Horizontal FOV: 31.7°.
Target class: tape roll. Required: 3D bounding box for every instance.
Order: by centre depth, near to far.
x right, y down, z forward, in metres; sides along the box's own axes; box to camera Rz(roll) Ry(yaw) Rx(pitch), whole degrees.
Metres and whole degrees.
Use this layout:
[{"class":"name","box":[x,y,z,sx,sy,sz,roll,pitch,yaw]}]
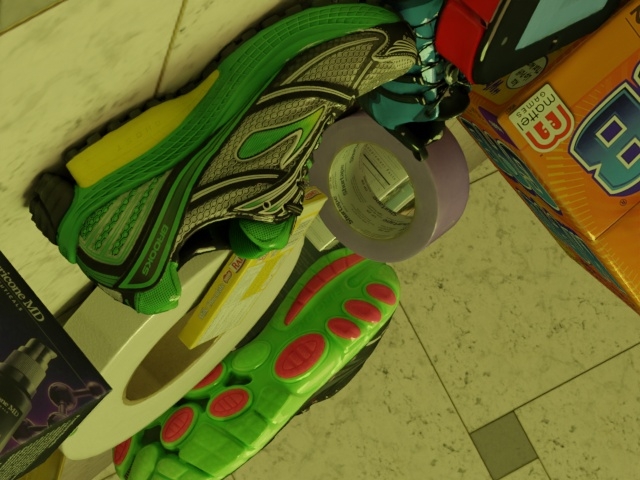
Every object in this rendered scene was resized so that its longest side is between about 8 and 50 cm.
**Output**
[{"class":"tape roll","box":[-0.178,0.099,1.347,0.392,0.072,0.392,-44,166,-14]},{"class":"tape roll","box":[0.083,-0.073,1.389,0.080,0.189,0.189,-34,171,-47]}]

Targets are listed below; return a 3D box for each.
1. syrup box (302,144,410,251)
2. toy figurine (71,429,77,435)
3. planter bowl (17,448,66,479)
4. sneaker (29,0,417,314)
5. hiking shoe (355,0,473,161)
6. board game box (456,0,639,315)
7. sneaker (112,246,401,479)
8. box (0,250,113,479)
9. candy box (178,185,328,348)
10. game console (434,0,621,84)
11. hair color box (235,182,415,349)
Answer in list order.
[{"class":"syrup box","box":[0.064,-0.094,1.547,0.237,0.096,0.093,-41,175,6]},{"class":"toy figurine","box":[-0.330,0.153,1.011,0.159,0.130,0.173,-31,152,4]},{"class":"planter bowl","box":[-0.394,0.310,1.517,0.217,0.090,0.217,-166,-90,-80]},{"class":"sneaker","box":[-0.049,-0.066,0.890,0.343,0.146,0.134,-39,173,-20]},{"class":"hiking shoe","box":[0.103,-0.181,1.028,0.113,0.132,0.304,-39,173,-14]},{"class":"board game box","box":[0.395,-0.163,1.343,0.356,0.356,0.356,-40,-162,5]},{"class":"sneaker","box":[-0.073,0.212,1.607,0.483,0.185,0.202,-35,153,-7]},{"class":"box","box":[-0.273,0.109,0.769,0.108,0.153,0.207,-45,173,30]},{"class":"candy box","box":[-0.075,0.030,1.248,0.206,0.027,0.105,-54,162,26]},{"class":"game console","box":[0.250,-0.302,0.918,0.386,0.060,0.342,-32,157,-54]},{"class":"hair color box","box":[0.000,0.000,1.742,0.374,0.113,0.185,-43,173,18]}]
